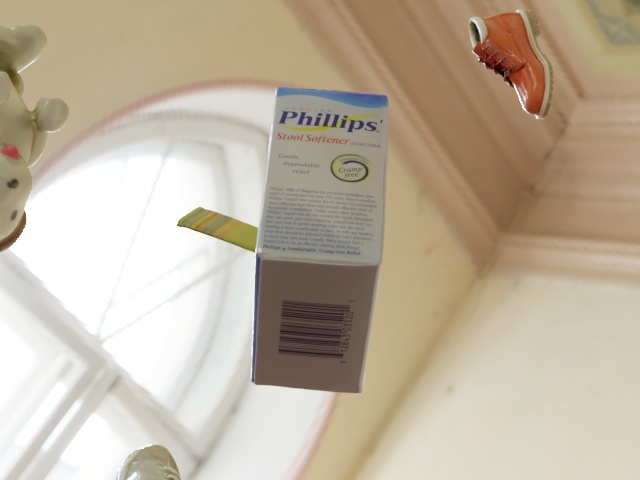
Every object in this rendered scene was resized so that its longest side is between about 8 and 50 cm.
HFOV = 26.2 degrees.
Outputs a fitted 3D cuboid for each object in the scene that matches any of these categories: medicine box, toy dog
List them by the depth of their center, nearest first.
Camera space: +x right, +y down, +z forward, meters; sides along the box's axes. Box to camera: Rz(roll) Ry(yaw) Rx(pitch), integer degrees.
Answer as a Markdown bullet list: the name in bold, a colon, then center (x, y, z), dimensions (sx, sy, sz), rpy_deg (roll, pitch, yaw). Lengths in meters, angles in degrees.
- **medicine box**: center (0.000, 0.000, 1.732), dimensions (0.149, 0.289, 0.263), rpy_deg (5, -41, 0)
- **toy dog**: center (-0.626, -0.175, 2.356), dimensions (0.284, 0.395, 0.408), rpy_deg (37, 26, -56)

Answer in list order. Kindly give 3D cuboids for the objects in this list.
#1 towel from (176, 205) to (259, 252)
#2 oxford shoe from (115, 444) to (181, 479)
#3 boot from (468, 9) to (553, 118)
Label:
- **towel**: center (-0.123, -0.001, 2.340), dimensions (0.237, 0.102, 0.021), rpy_deg (20, -69, 12)
- **oxford shoe**: center (-0.257, 0.433, 2.174), dimensions (0.449, 0.130, 0.169), rpy_deg (-69, 136, -81)
- **boot**: center (0.224, -0.207, 1.628), dimensions (0.084, 0.158, 0.059), rpy_deg (-2, -36, -16)
